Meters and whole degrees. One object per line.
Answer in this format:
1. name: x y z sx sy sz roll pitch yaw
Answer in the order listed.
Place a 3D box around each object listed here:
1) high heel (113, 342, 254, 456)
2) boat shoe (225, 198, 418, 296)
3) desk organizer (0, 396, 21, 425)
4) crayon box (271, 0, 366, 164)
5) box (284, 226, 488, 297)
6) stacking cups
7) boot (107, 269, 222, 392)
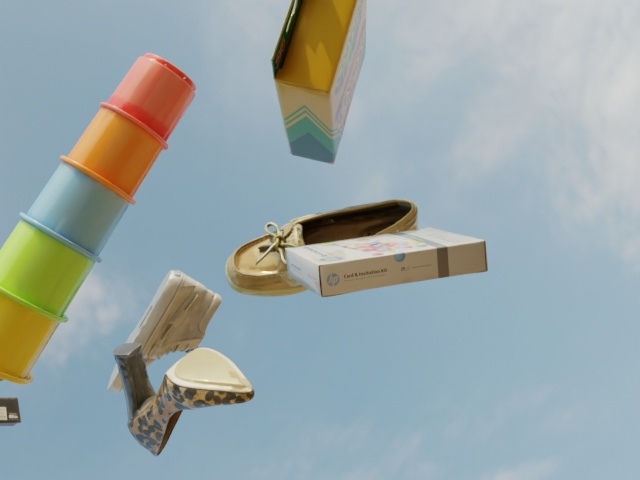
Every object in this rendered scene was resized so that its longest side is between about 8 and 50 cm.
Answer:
1. high heel: -0.183 0.251 1.150 0.093 0.261 0.186 -34 -58 -48
2. boat shoe: 0.000 0.000 1.130 0.285 0.105 0.089 -17 -31 -5
3. desk organizer: -0.577 0.294 1.338 0.050 0.047 0.130 -34 -28 31
4. crayon box: 0.005 -0.259 1.139 0.081 0.318 0.202 14 -103 7
5. box: 0.067 0.021 0.884 0.186 0.145 0.038 -9 -81 -15
6. stacking cups: -0.218 -0.026 0.728 0.096 0.096 0.316 36 -97 -37
7. boot: -0.285 0.190 1.483 0.123 0.095 0.258 30 -85 -17
